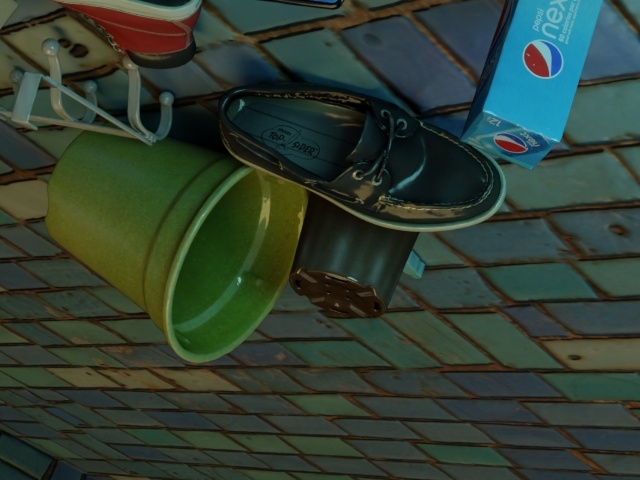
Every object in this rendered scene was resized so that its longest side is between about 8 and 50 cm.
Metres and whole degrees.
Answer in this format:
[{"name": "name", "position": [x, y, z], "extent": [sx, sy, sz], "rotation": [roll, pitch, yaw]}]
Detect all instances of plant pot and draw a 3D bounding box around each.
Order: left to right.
[{"name": "plant pot", "position": [-0.197, -0.023, 1.839], "extent": [0.254, 0.276, 0.276], "rotation": [26, 162, 25]}, {"name": "plant pot", "position": [0.044, -0.003, 1.794], "extent": [0.167, 0.165, 0.167], "rotation": [17, 158, 7]}]

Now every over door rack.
[{"name": "over door rack", "position": [-0.339, -0.184, 1.682], "extent": [0.239, 0.108, 0.324], "rotation": [10, -176, 21]}]

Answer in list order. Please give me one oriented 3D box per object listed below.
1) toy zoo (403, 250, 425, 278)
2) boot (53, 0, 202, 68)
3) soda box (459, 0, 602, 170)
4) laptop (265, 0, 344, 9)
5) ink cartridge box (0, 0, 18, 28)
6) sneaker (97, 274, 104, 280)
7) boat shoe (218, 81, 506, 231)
[{"name": "toy zoo", "position": [0.000, 0.000, 2.007], "extent": [0.293, 0.030, 0.192], "rotation": [19, 157, 2]}, {"name": "boot", "position": [-0.249, -0.255, 1.566], "extent": [0.244, 0.088, 0.176], "rotation": [17, 159, -2]}, {"name": "soda box", "position": [0.187, -0.171, 1.242], "extent": [0.071, 0.210, 0.067], "rotation": [22, 157, -5]}, {"name": "laptop", "position": [-0.167, -0.392, 0.980], "extent": [0.382, 0.236, 0.408], "rotation": [10, 154, 19]}, {"name": "ink cartridge box", "position": [-0.457, -0.302, 1.530], "extent": [0.234, 0.088, 0.193], "rotation": [41, 174, -40]}, {"name": "sneaker", "position": [-0.213, 0.005, 2.141], "extent": [0.232, 0.090, 0.081], "rotation": [-2, 156, -4]}, {"name": "boat shoe", "position": [0.038, -0.104, 1.623], "extent": [0.340, 0.127, 0.113], "rotation": [23, 171, 16]}]
